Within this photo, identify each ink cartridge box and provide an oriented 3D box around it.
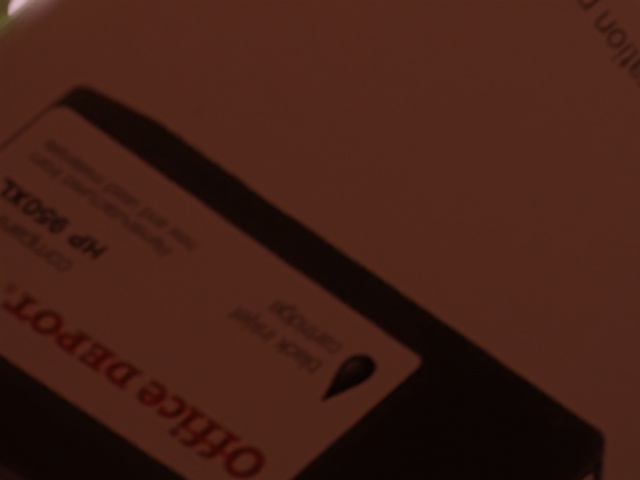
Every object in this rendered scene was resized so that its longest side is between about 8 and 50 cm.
[{"bbox_3d":[-0.045,-0.011,0.455,0.395,0.166,0.285,-39,21,3],"label":"ink cartridge box"}]
